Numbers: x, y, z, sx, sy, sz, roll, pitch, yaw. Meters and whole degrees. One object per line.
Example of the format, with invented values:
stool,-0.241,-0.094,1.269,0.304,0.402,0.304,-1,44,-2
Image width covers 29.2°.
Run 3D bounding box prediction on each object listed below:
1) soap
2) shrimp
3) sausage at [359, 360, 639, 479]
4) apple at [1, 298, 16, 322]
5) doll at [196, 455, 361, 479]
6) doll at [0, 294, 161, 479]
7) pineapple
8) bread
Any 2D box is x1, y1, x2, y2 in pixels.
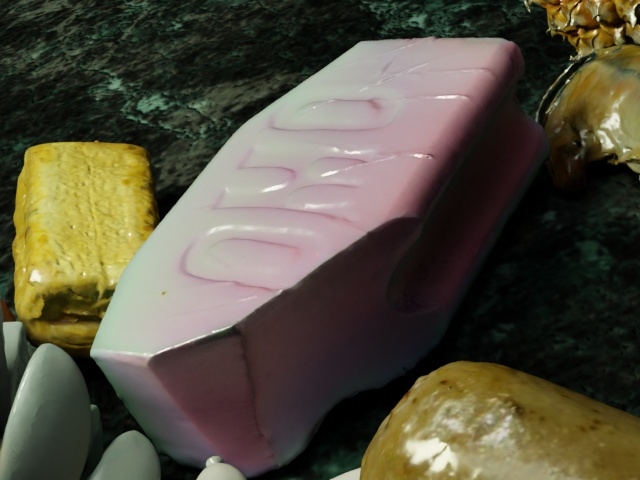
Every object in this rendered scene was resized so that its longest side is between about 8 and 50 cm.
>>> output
soap,0.000,0.000,0.811,0.193,0.109,0.324,4,45,36
shrimp,0.227,-0.045,0.823,0.117,0.066,0.262,-53,30,22
sausage,0.220,0.173,0.485,0.501,0.136,0.123,22,76,39
apple,-0.270,0.092,0.799,0.146,0.146,0.131,-6,24,17
doll,-0.031,0.176,0.659,0.160,0.059,0.161,-8,39,12
doll,-0.170,0.156,0.681,0.153,0.258,0.195,-3,1,-2
pineapple,0.256,-0.179,0.932,0.176,0.161,0.137,-19,75,-4
bread,-0.170,0.002,0.908,0.114,0.083,0.211,-1,35,-11
